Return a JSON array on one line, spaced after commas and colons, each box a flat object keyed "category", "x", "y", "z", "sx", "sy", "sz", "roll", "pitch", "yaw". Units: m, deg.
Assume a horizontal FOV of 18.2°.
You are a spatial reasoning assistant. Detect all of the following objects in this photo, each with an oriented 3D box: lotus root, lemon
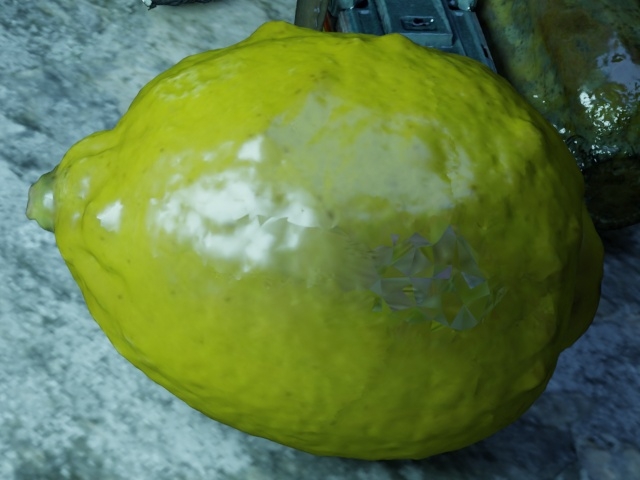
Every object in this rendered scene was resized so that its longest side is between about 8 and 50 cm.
[{"category": "lotus root", "x": 0.204, "y": -0.134, "z": 1.539, "sx": 0.160, "sy": 0.152, "sz": 0.275, "roll": 35, "pitch": 33, "yaw": -44}, {"category": "lemon", "x": 0.007, "y": 0.001, "z": 1.232, "sx": 0.316, "sy": 0.285, "sz": 0.285, "roll": 9, "pitch": 35, "yaw": 24}]

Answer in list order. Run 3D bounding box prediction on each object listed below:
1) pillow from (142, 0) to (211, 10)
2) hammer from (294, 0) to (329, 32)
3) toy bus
[{"category": "pillow", "x": -0.085, "y": -0.293, "z": 1.658, "sx": 0.161, "sy": 0.092, "sz": 0.335, "roll": 37, "pitch": 43, "yaw": 14}, {"category": "hammer", "x": -0.008, "y": -0.172, "z": 1.469, "sx": 0.027, "sy": 0.125, "sz": 0.297, "roll": 31, "pitch": 53, "yaw": -32}, {"category": "toy bus", "x": 0.070, "y": -0.108, "z": 1.483, "sx": 0.121, "sy": 0.120, "sz": 0.265, "roll": -1, "pitch": 42, "yaw": -11}]
